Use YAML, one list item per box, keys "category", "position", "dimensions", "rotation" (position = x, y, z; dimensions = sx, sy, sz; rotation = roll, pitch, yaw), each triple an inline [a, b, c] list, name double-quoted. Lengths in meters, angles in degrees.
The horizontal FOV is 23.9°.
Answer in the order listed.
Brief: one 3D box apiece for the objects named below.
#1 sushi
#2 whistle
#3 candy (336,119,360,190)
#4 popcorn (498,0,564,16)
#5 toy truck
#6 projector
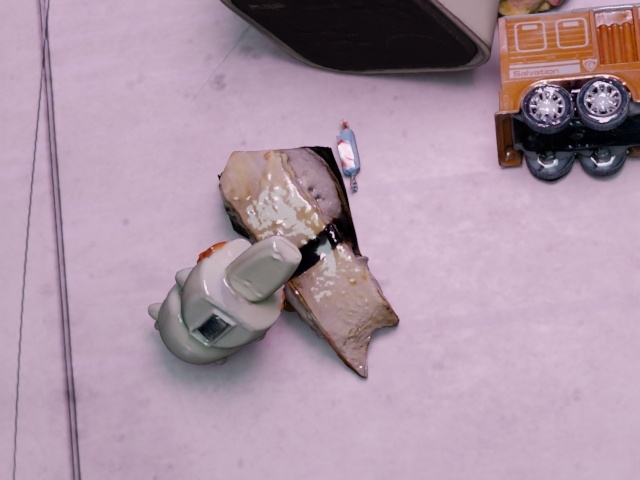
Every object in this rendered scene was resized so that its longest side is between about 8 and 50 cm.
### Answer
- category: "sushi"
  position: [-0.013, 0.016, 1.601]
  dimensions: [0.134, 0.109, 0.273]
  rotation: [-22, 74, 0]
- category: "whistle"
  position: [-0.097, 0.060, 1.554]
  dimensions: [0.101, 0.253, 0.106]
  rotation: [11, 59, -28]
- category: "candy"
  position: [0.031, -0.095, 1.666]
  dimensions: [0.020, 0.030, 0.083]
  rotation: [-11, 78, 12]
- category: "popcorn"
  position: [0.229, -0.298, 1.671]
  dimensions: [0.109, 0.089, 0.097]
  rotation: [-40, 64, -1]
- category: "toy truck"
  position: [0.336, -0.170, 1.600]
  dimensions: [0.305, 0.136, 0.162]
  rotation: [-4, 66, 8]
- category: "projector"
  position: [0.055, -0.335, 1.592]
  dimensions: [0.248, 0.248, 0.249]
  rotation: [2, 75, 34]
